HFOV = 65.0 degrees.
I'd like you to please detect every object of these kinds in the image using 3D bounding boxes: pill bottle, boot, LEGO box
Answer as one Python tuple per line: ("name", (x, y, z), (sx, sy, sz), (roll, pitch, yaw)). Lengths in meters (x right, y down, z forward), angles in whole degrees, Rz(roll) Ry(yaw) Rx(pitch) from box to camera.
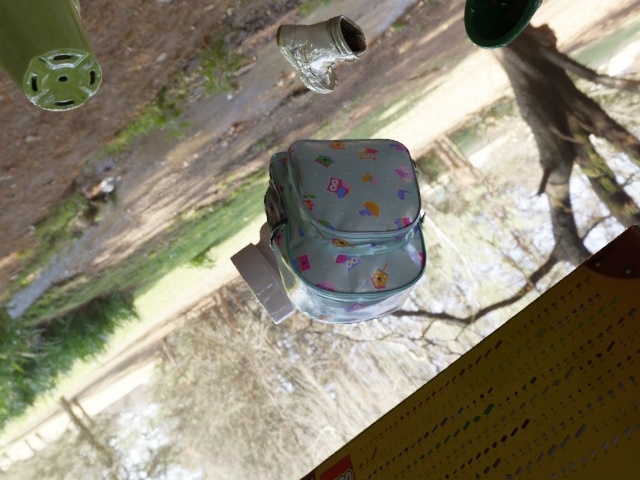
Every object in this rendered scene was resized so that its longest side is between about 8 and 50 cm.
("pill bottle", (0.000, 0.000, 0.844), (0.283, 0.161, 0.161), (-36, -179, -9))
("boot", (0.027, -0.391, 1.074), (0.165, 0.077, 0.213), (3, 163, 32))
("LEGO box", (0.267, 0.278, 0.563), (0.500, 0.372, 0.193), (-45, -144, 22))

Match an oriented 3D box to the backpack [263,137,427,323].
("backpack", (0.030, -0.013, 0.535), (0.165, 0.189, 0.144), (-3, 157, -15))

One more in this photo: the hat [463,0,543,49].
("hat", (0.425, -0.482, 1.020), (0.183, 0.173, 0.208), (-5, 144, -34))

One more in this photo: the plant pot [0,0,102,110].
("plant pot", (-0.192, -0.134, 0.345), (0.083, 0.079, 0.083), (-33, 160, -14))
